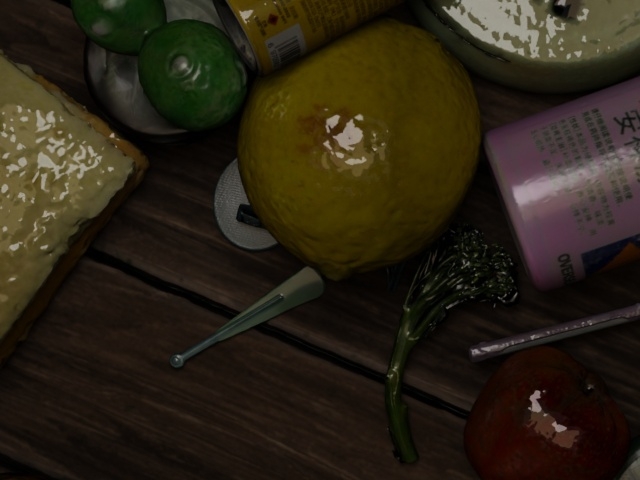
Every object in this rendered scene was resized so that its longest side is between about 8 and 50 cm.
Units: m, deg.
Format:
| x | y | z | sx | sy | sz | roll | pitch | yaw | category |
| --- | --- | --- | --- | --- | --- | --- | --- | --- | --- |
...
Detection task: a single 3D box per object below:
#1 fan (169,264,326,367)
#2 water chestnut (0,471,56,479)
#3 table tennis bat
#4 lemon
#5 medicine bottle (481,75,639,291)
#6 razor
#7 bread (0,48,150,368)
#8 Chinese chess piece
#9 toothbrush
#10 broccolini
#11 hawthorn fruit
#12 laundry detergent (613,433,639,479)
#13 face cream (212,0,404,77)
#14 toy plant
| x | y | z | sx | sy | sz | roll | pitch | yaw | category |
| --- | --- | --- | --- | --- | --- | --- | --- | --- | --- |
| -0.080 | 0.087 | 1.643 | 0.193 | 0.016 | 0.038 | -31 | 87 | 4 | fan |
| -0.341 | 0.377 | 1.544 | 0.289 | 0.289 | 0.244 | -36 | 90 | 4 | water chestnut |
| -0.062 | -0.064 | 1.645 | 0.100 | 0.019 | 0.155 | 15 | 92 | 5 | table tennis bat |
| 0.039 | -0.101 | 1.517 | 0.267 | 0.267 | 0.267 | 0 | 88 | 6 | lemon |
| 0.324 | -0.073 | 1.521 | 0.291 | 0.178 | 0.178 | -19 | 86 | 5 | medicine bottle |
| 0.001 | -0.003 | 1.625 | 0.190 | 0.033 | 0.066 | 17 | 125 | 2 | razor |
| -0.380 | -0.010 | 1.607 | 0.236 | 0.165 | 0.375 | 38 | 92 | 2 | bread |
| 0.244 | -0.326 | 1.554 | 0.349 | 0.146 | 0.349 | 0 | 89 | 7 | Chinese chess piece |
| 0.325 | 0.071 | 1.579 | 0.354 | 0.024 | 0.029 | -15 | 78 | 0 | toothbrush |
| 0.138 | 0.112 | 1.608 | 0.123 | 0.062 | 0.271 | 13 | 97 | 12 | broccolini |
| 0.212 | 0.213 | 1.554 | 0.162 | 0.162 | 0.203 | 47 | 111 | 6 | hawthorn fruit |
| 0.341 | 0.277 | 1.568 | 0.211 | 0.063 | 0.137 | -33 | 92 | 5 | laundry detergent |
| 0.070 | -0.279 | 1.426 | 0.349 | 0.105 | 0.105 | -29 | 85 | -8 | face cream |
| -0.156 | -0.185 | 1.543 | 0.218 | 0.235 | 0.175 | 43 | 88 | 11 | toy plant |
